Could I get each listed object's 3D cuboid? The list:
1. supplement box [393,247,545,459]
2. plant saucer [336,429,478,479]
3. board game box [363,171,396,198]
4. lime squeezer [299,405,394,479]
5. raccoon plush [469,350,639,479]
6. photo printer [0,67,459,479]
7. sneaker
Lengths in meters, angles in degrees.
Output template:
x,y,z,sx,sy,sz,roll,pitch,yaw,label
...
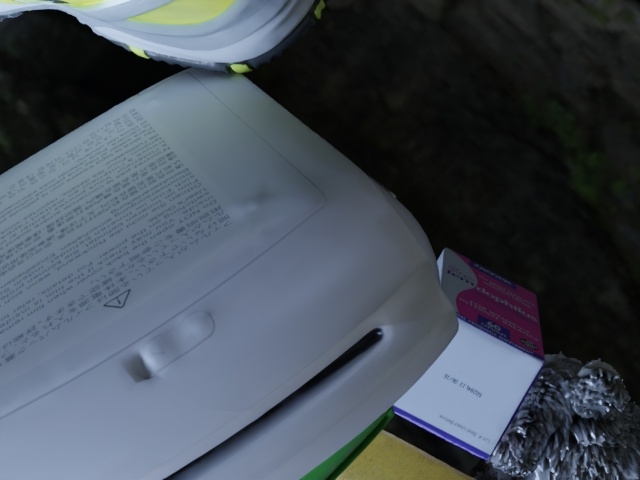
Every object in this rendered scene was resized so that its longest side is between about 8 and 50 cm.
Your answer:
x,y,z,sx,sy,sz,roll,pitch,yaw,label
0.138,0.102,1.406,0.111,0.114,0.220,27,-166,-2,supplement box
0.040,0.295,1.621,0.332,0.081,0.333,30,155,-27,plant saucer
0.000,0.000,1.396,0.048,0.141,0.170,34,177,-9,board game box
-0.049,0.215,0.682,0.110,0.310,0.059,14,152,-2,lime squeezer
0.351,0.284,1.611,0.446,0.216,0.299,35,173,8,raccoon plush
-0.088,0.037,0.693,0.107,0.256,0.307,61,172,-25,photo printer
-0.182,-0.194,0.780,0.384,0.145,0.147,8,164,21,sneaker
